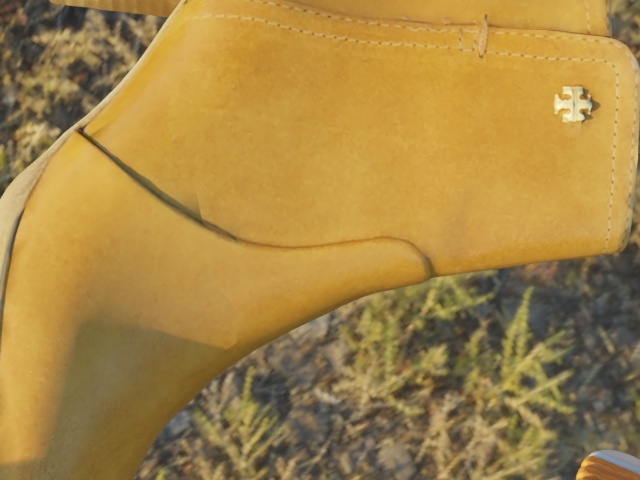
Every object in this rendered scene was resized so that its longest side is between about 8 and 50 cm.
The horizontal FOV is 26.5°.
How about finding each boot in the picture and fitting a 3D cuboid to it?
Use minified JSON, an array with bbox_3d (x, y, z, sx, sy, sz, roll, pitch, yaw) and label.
[{"bbox_3d":[0.000,-0.001,0.464,0.211,0.104,0.295,6,82,-3],"label":"boot"}]

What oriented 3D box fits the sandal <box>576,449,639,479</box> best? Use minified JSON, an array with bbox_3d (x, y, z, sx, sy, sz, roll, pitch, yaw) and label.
[{"bbox_3d":[0.218,0.242,1.040,0.102,0.076,0.265,29,24,17],"label":"sandal"}]
